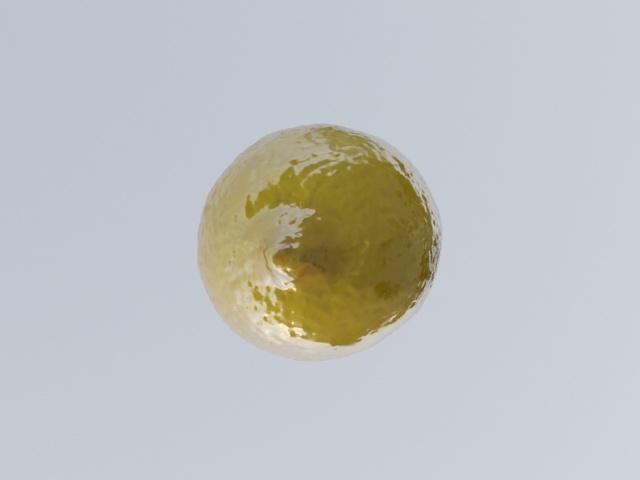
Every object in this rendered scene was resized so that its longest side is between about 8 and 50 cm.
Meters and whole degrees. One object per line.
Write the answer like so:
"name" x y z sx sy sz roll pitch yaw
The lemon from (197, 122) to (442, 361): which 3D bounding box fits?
"lemon" 0.000 0.000 1.052 0.244 0.186 0.187 -13 -69 -74
